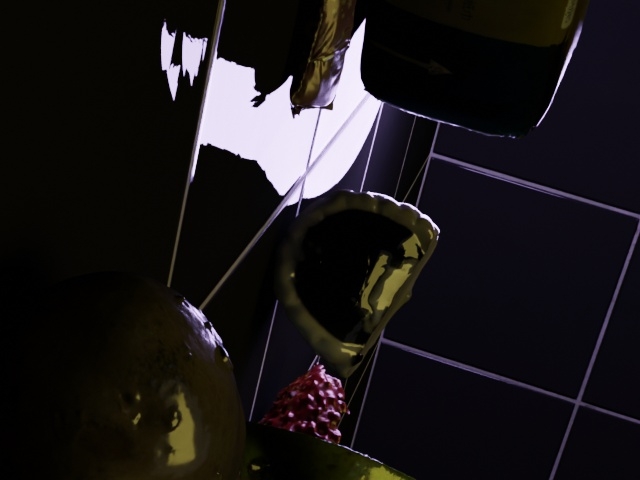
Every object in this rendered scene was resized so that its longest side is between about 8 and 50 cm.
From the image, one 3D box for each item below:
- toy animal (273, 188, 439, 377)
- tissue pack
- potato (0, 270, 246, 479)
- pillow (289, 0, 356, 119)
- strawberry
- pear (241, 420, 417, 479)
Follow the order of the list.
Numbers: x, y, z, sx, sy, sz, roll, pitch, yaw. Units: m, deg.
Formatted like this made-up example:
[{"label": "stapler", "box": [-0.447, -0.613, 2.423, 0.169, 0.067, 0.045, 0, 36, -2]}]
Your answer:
[{"label": "toy animal", "box": [0.030, 0.037, 1.612, 0.208, 0.156, 0.204, -55, 174, -4]}, {"label": "tissue pack", "box": [0.199, -0.363, 1.563, 0.417, 0.253, 0.264, 95, 14, -50]}, {"label": "potato", "box": [-0.116, 0.111, 0.799, 0.262, 0.165, 0.165, 102, 9, -56]}, {"label": "pillow", "box": [0.006, -0.207, 1.327, 0.118, 0.043, 0.185, -37, 140, -66]}, {"label": "strawberry", "box": [-0.058, 0.304, 1.782, 0.233, 0.137, 0.306, -55, -149, 41]}, {"label": "pear", "box": [-0.039, 0.279, 1.351, 0.292, 0.292, 0.159, 87, 21, -68]}]
